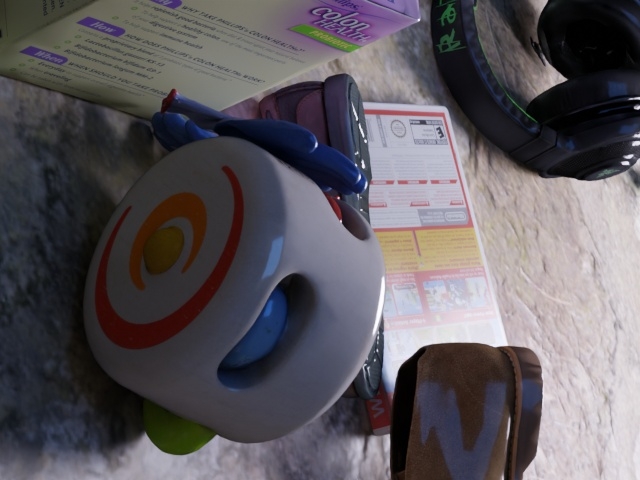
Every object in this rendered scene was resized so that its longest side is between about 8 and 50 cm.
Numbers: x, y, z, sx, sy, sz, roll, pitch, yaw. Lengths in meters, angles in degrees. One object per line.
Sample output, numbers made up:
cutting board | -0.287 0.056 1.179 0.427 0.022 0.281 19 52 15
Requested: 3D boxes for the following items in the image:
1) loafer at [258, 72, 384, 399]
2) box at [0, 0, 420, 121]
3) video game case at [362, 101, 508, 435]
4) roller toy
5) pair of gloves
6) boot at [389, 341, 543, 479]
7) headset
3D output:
loafer | 0.000 0.000 1.548 0.096 0.084 0.267 45 40 -69
box | -0.094 -0.191 1.362 0.214 0.243 0.117 15 63 -47
video game case | 0.079 0.018 1.668 0.204 0.025 0.285 -2 76 -53
roller toy | -0.065 0.029 1.338 0.146 0.191 0.209 33 50 -38
pair of gloves | -0.047 -0.064 1.404 0.159 0.198 0.023 24 77 -5
boot | 0.104 0.231 1.547 0.115 0.112 0.305 9 76 -25
headset | 0.262 -0.152 1.926 0.394 0.185 0.243 24 59 -26
